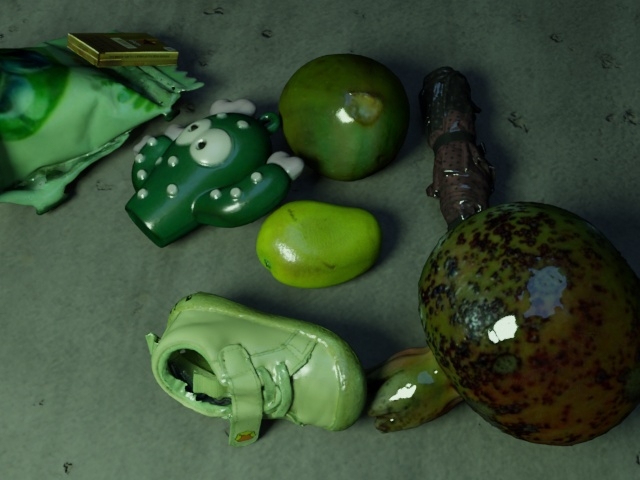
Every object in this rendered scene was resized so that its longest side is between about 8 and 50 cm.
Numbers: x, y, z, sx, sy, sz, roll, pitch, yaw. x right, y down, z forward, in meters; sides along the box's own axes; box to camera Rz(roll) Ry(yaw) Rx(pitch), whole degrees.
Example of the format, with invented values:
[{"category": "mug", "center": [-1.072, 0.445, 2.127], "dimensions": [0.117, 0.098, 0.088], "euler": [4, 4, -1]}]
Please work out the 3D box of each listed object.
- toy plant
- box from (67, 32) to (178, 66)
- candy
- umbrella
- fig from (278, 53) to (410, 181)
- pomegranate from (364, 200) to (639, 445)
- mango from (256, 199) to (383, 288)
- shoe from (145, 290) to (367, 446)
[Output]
[{"category": "toy plant", "center": [-0.149, -0.097, 1.096], "dimensions": [0.243, 0.112, 0.233], "euler": [-23, 50, 2]}, {"category": "box", "center": [-0.284, -0.275, 1.173], "dimensions": [0.133, 0.023, 0.090], "euler": [-14, 39, -44]}, {"category": "candy", "center": [-0.382, -0.195, 1.127], "dimensions": [0.398, 0.172, 0.263], "euler": [-33, 60, -30]}, {"category": "umbrella", "center": [0.194, -0.109, 1.133], "dimensions": [0.094, 0.090, 0.326], "euler": [-1, 59, -6]}, {"category": "fig", "center": [0.036, -0.173, 1.123], "dimensions": [0.181, 0.191, 0.181], "euler": [0, 91, -16]}, {"category": "pomegranate", "center": [0.195, 0.117, 0.918], "dimensions": [0.340, 0.285, 0.285], "euler": [-36, 61, 14]}, {"category": "mango", "center": [-0.001, 0.006, 1.054], "dimensions": [0.163, 0.089, 0.117], "euler": [4, 58, 0]}, {"category": "shoe", "center": [-0.078, 0.158, 0.939], "dimensions": [0.262, 0.140, 0.128], "euler": [24, 50, 18]}]
